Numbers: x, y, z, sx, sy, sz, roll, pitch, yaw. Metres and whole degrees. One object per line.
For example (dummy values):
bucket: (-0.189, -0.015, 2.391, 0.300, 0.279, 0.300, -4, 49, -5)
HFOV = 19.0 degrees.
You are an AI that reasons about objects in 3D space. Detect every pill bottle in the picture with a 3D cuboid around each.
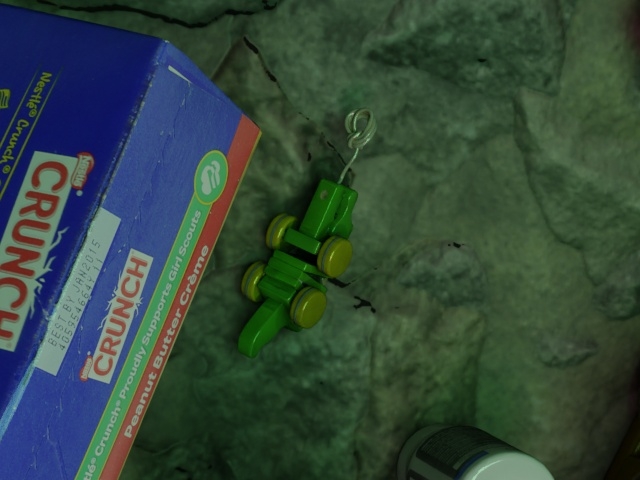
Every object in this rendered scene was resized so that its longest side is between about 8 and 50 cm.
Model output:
pill bottle: (0.105, 0.171, 1.326, 0.078, 0.137, 0.078, -2, 97, -17)

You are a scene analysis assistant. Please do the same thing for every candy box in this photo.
candy box: (-0.226, 0.000, 1.093, 0.122, 0.317, 0.268, 37, 73, -53)

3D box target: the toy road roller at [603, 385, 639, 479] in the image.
toy road roller: (0.306, 0.241, 1.337, 0.241, 0.202, 0.329, 24, 87, -3)

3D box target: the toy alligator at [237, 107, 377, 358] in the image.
toy alligator: (0.000, 0.000, 1.324, 0.189, 0.056, 0.051, -63, 150, -5)
